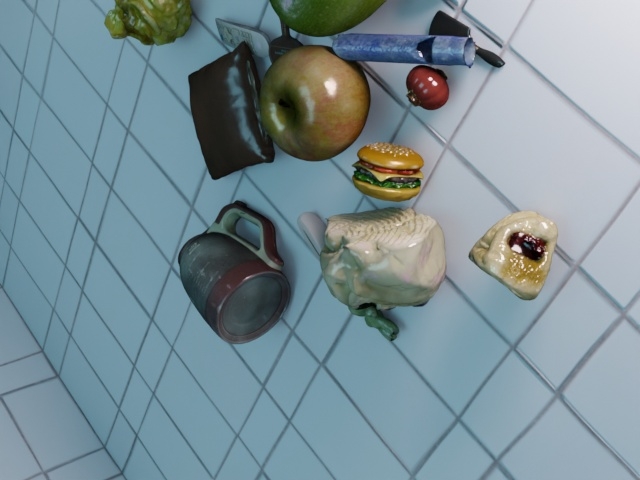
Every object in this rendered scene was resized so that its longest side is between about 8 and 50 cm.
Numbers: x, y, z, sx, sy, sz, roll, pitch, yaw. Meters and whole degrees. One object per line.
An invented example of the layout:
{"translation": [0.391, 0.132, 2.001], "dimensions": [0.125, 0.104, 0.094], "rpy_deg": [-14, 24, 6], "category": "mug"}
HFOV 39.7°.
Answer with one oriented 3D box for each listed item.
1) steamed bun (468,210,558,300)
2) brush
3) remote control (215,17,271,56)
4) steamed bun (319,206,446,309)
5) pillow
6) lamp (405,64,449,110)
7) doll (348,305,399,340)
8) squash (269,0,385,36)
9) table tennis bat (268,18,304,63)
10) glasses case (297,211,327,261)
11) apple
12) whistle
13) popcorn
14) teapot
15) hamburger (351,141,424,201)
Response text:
{"translation": [0.387, 0.017, 1.712], "dimensions": [0.141, 0.172, 0.155], "rpy_deg": [34, 97, -6], "category": "steamed bun"}
{"translation": [0.293, -0.393, 1.772], "dimensions": [0.193, 0.016, 0.063], "rpy_deg": [42, 130, 31], "category": "brush"}
{"translation": [-0.191, -0.515, 2.235], "dimensions": [0.229, 0.044, 0.073], "rpy_deg": [30, 147, 46], "category": "remote control"}
{"translation": [0.136, 0.053, 1.922], "dimensions": [0.320, 0.275, 0.206], "rpy_deg": [-115, 11, -68], "category": "steamed bun"}
{"translation": [-0.243, -0.327, 2.305], "dimensions": [0.305, 0.108, 0.308], "rpy_deg": [-9, 94, 53], "category": "pillow"}
{"translation": [0.219, -0.314, 1.821], "dimensions": [0.101, 0.090, 0.101], "rpy_deg": [47, 176, 4], "category": "lamp"}
{"translation": [0.130, 0.174, 2.106], "dimensions": [0.150, 0.077, 0.115], "rpy_deg": [44, 169, 15], "category": "doll"}
{"translation": [0.019, -0.536, 1.839], "dimensions": [0.310, 0.310, 0.309], "rpy_deg": [56, 150, 18], "category": "squash"}
{"translation": [-0.059, -0.492, 2.128], "dimensions": [0.107, 0.119, 0.170], "rpy_deg": [11, 137, 18], "category": "table tennis bat"}
{"translation": [0.000, 0.000, 2.182], "dimensions": [0.164, 0.063, 0.041], "rpy_deg": [58, 137, 16], "category": "glasses case"}
{"translation": [-0.003, -0.304, 1.959], "dimensions": [0.256, 0.234, 0.257], "rpy_deg": [14, 111, 41], "category": "apple"}
{"translation": [0.166, -0.389, 1.807], "dimensions": [0.304, 0.062, 0.062], "rpy_deg": [10, 111, 31], "category": "whistle"}
{"translation": [-0.452, -0.608, 2.358], "dimensions": [0.235, 0.216, 0.181], "rpy_deg": [11, 115, 57], "category": "popcorn"}
{"translation": [-0.237, 0.063, 2.369], "dimensions": [0.312, 0.233, 0.315], "rpy_deg": [41, 100, 37], "category": "teapot"}
{"translation": [0.146, -0.148, 1.912], "dimensions": [0.162, 0.162, 0.115], "rpy_deg": [24, 113, 40], "category": "hamburger"}
